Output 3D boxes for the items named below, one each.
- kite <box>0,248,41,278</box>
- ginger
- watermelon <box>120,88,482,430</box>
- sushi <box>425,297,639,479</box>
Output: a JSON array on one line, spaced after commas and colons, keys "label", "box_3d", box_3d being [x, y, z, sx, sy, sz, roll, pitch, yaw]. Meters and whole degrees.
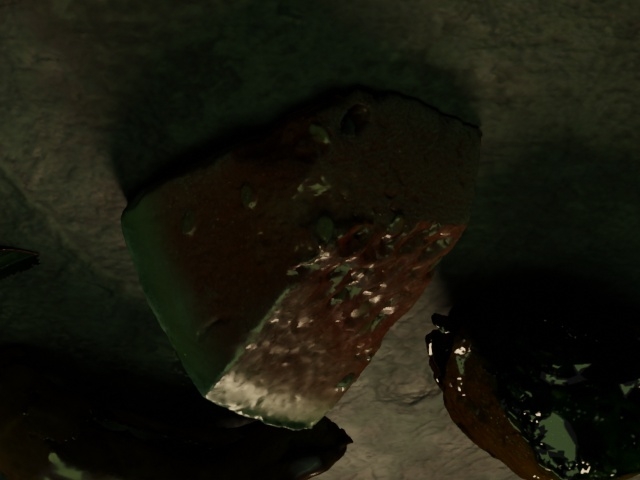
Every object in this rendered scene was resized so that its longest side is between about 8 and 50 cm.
[{"label": "kite", "box_3d": [-0.378, 0.019, 1.266, 0.321, 0.016, 0.234, 13, 139, -17]}, {"label": "ginger", "box_3d": [-0.138, 0.178, 1.386, 0.309, 0.133, 0.107, 16, 164, -22]}, {"label": "watermelon", "box_3d": [0.000, 0.000, 1.204, 0.256, 0.140, 0.193, -38, 137, 25]}, {"label": "sushi", "box_3d": [0.210, 0.121, 1.316, 0.287, 0.149, 0.140, 10, 135, -7]}]
